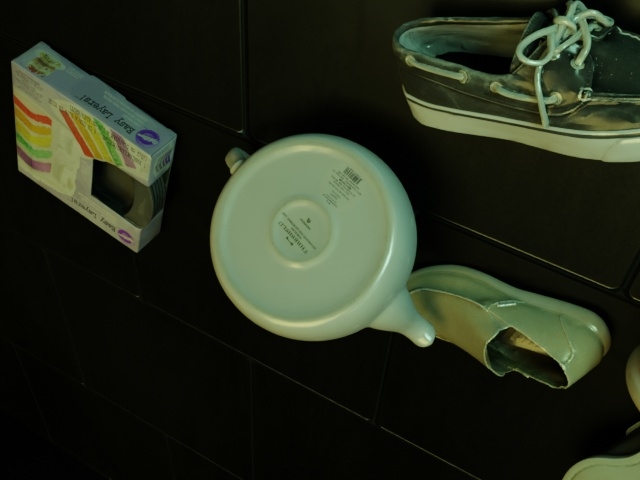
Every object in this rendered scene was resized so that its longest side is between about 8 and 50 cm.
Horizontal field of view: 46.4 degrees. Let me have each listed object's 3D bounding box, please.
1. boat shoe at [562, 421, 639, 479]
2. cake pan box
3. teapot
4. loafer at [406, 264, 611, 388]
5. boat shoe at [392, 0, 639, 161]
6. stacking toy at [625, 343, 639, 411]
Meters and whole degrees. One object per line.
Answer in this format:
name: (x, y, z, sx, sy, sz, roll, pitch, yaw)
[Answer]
boat shoe: (0.409, 0.274, 0.898, 0.114, 0.091, 0.302, 56, 145, 12)
cake pan box: (-0.345, -0.130, 1.140, 0.267, 0.070, 0.245, 35, 143, 6)
teapot: (0.000, 0.000, 0.895, 0.253, 0.256, 0.187, -3, 171, 16)
loafer: (0.203, 0.104, 0.900, 0.269, 0.092, 0.102, 11, 133, 31)
boat shoe: (0.201, -0.151, 0.642, 0.306, 0.113, 0.105, 19, 152, 38)
stacking toy: (0.411, 0.052, 0.667, 0.141, 0.141, 0.330, 28, 134, 14)
